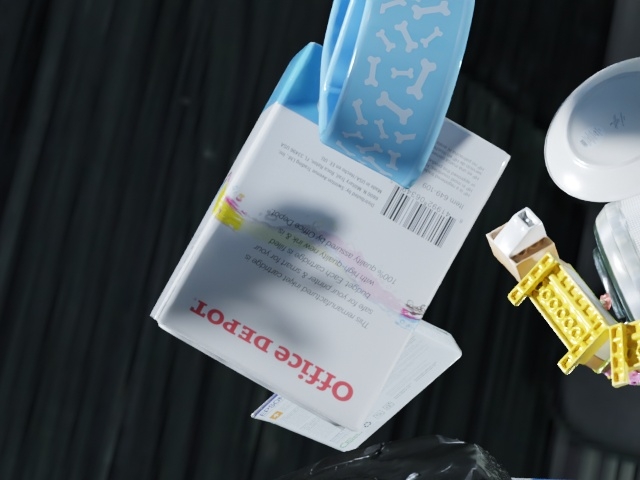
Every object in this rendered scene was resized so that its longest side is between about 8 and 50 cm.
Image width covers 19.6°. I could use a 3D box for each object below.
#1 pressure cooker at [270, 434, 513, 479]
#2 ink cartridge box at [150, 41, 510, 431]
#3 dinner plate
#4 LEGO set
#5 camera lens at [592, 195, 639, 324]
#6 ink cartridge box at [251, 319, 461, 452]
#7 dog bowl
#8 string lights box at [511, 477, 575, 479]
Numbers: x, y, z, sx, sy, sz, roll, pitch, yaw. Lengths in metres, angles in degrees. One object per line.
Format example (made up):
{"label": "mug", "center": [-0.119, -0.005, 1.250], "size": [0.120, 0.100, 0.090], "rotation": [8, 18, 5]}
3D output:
{"label": "pressure cooker", "center": [0.037, 0.398, 1.353], "size": [0.370, 0.420, 0.375], "rotation": [-22, -173, 19]}
{"label": "ink cartridge box", "center": [0.000, 0.000, 1.621], "size": [0.198, 0.270, 0.197], "rotation": [30, 176, -6]}
{"label": "dinner plate", "center": [0.239, -0.093, 1.462], "size": [0.141, 0.141, 0.017], "rotation": [0, 148, 39]}
{"label": "LEGO set", "center": [0.241, 0.058, 1.337], "size": [0.107, 0.132, 0.287], "rotation": [29, 163, -39]}
{"label": "camera lens", "center": [0.442, 0.018, 1.959], "size": [0.274, 0.219, 0.219], "rotation": [-25, 153, 13]}
{"label": "ink cartridge box", "center": [0.042, 0.176, 2.442], "size": [0.223, 0.045, 0.224], "rotation": [-42, 142, 16]}
{"label": "dog bowl", "center": [0.052, -0.156, 1.383], "size": [0.074, 0.166, 0.297], "rotation": [15, -154, -6]}
{"label": "string lights box", "center": [0.318, 0.323, 1.960], "size": [0.259, 0.133, 0.077], "rotation": [0, 175, 12]}
